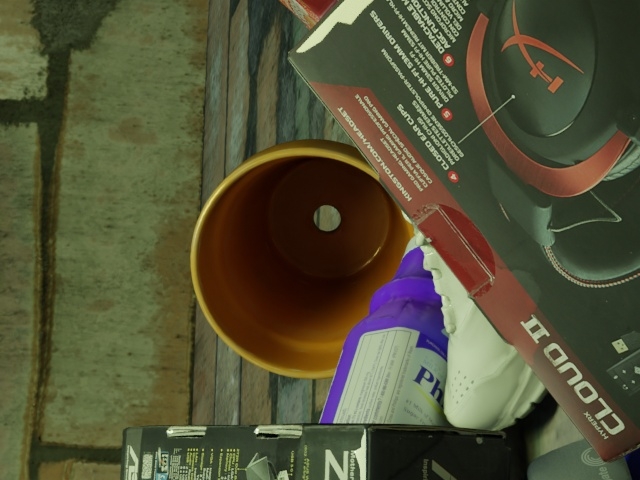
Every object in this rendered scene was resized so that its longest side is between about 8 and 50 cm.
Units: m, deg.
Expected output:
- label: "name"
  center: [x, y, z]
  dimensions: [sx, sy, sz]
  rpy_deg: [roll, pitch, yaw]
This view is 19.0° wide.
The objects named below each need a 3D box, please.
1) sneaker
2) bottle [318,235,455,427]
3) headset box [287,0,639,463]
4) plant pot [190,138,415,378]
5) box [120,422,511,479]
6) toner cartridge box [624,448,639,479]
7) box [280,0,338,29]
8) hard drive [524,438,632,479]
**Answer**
- label: "sneaker"
  center: [0.109, -0.007, 1.279]
  dimensions: [0.111, 0.129, 0.297]
  rpy_deg: [-116, 31, -63]
- label: "bottle"
  center: [0.065, 0.111, 1.398]
  dimensions: [0.118, 0.092, 0.283]
  rpy_deg: [56, -144, -32]
- label: "headset box"
  center: [0.137, -0.063, 0.723]
  dimensions: [0.218, 0.110, 0.293]
  rpy_deg: [52, 139, 3]
- label: "plant pot"
  center: [0.000, 0.000, 1.717]
  dimensions: [0.188, 0.205, 0.205]
  rpy_deg: [-65, -17, -75]
- label: "box"
  center: [-0.025, 0.297, 1.048]
  dimensions: [0.318, 0.097, 0.394]
  rpy_deg: [-14, 72, 63]
- label: "toner cartridge box"
  center: [0.194, 0.246, 0.882]
  dimensions: [0.348, 0.075, 0.165]
  rpy_deg: [-101, 18, -54]
- label: "box"
  center: [0.088, -0.221, 1.188]
  dimensions: [0.257, 0.123, 0.128]
  rpy_deg: [-49, 14, 1]
- label: "hard drive"
  center: [0.124, 0.234, 0.902]
  dimensions: [0.254, 0.054, 0.172]
  rpy_deg: [-97, 15, -47]
